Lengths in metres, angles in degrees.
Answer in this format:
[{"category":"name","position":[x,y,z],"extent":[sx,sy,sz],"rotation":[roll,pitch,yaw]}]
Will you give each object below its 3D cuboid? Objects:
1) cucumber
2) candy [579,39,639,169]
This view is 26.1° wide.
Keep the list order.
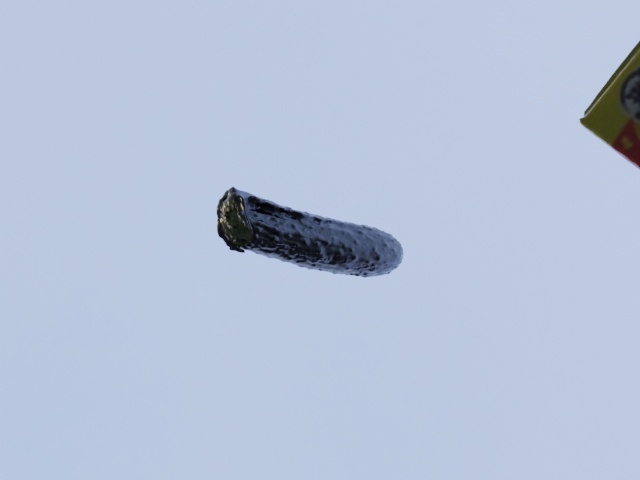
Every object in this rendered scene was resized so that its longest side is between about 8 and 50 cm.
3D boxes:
[{"category":"cucumber","position":[0.000,0.002,1.511],"extent":[0.067,0.245,0.067],"rotation":[-28,-125,50]},{"category":"candy","position":[0.325,-0.027,0.962],"extent":[0.088,0.146,0.276],"rotation":[-53,-128,11]}]
